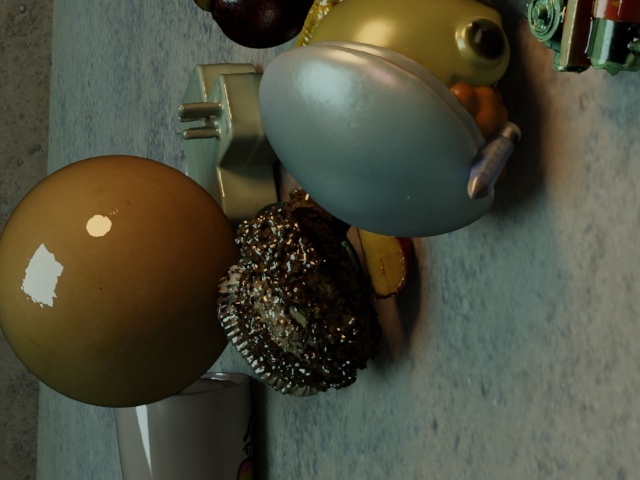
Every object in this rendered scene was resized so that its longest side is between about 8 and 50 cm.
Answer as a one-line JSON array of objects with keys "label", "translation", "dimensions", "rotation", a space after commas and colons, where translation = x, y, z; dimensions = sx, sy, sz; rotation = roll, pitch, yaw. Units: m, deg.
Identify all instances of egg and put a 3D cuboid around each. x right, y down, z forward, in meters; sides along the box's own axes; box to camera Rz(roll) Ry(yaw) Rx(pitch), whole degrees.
[{"label": "egg", "translation": [-0.243, 0.055, 1.542], "dimensions": [0.374, 0.301, 0.301], "rotation": [96, 165, -71]}]

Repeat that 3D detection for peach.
[{"label": "peach", "translation": [0.065, 0.013, 1.243], "dimensions": [0.077, 0.050, 0.083], "rotation": [68, -165, -48]}]

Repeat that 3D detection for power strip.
[{"label": "power strip", "translation": [-0.131, -0.122, 1.641], "dimensions": [0.261, 0.141, 0.229], "rotation": [127, 135, -64]}]

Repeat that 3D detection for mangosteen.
[{"label": "mangosteen", "translation": [-0.077, -0.296, 1.453], "dimensions": [0.152, 0.152, 0.152], "rotation": [177, 90, -69]}]

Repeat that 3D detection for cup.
[{"label": "cup", "translation": [-0.180, 0.294, 1.784], "dimensions": [0.253, 0.191, 0.200], "rotation": [-24, -70, -80]}]

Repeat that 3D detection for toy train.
[{"label": "toy train", "translation": [0.197, -0.194, 0.847], "dimensions": [0.118, 0.074, 0.176], "rotation": [-144, 56, -60]}]

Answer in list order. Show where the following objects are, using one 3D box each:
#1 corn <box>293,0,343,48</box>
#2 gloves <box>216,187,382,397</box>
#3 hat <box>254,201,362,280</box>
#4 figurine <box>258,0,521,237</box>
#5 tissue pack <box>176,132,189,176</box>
[{"label": "corn", "translation": [0.012, -0.177, 1.306], "dimensions": [0.262, 0.097, 0.097], "rotation": [121, 141, -58]}, {"label": "gloves", "translation": [-0.019, 0.057, 1.314], "dimensions": [0.210, 0.135, 0.312], "rotation": [69, 162, 5]}, {"label": "hat", "translation": [0.000, 0.000, 1.414], "dimensions": [0.146, 0.067, 0.146], "rotation": [23, 136, 23]}, {"label": "figurine", "translation": [0.057, -0.196, 1.048], "dimensions": [0.224, 0.205, 0.382], "rotation": [-14, 71, 63]}, {"label": "tissue pack", "translation": [-0.203, -0.068, 1.984], "dimensions": [0.122, 0.026, 0.193], "rotation": [-154, 63, -66]}]
